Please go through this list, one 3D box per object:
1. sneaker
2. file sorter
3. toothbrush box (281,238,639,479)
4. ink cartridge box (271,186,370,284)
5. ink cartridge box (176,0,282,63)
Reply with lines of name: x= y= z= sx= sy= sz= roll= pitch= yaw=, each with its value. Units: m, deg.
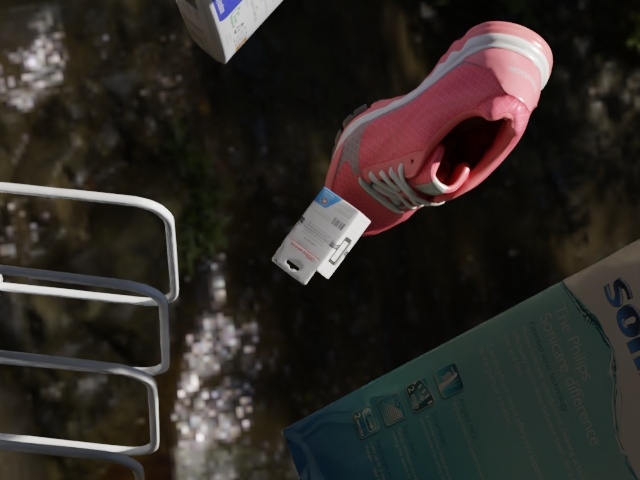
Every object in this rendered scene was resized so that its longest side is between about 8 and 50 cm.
sneaker: x=0.096 y=-0.084 z=1.476 sx=0.116 sy=0.314 sz=0.136 roll=33 pitch=42 yaw=-17
file sorter: x=-0.202 y=0.117 z=1.095 sx=0.193 sy=0.173 sz=0.278 roll=98 pitch=-3 yaw=-63
toothbrush box: x=0.150 y=0.150 z=0.886 sx=0.126 sy=0.295 sz=0.216 roll=0 pitch=63 yaw=-52
ink cartridge box: x=0.000 y=0.000 z=1.372 sx=0.048 sy=0.083 sz=0.028 roll=36 pitch=-2 yaw=32
ink cartridge box: x=-0.027 y=-0.338 z=1.497 sx=0.072 sy=0.307 sz=0.303 roll=39 pitch=-5 yaw=7
